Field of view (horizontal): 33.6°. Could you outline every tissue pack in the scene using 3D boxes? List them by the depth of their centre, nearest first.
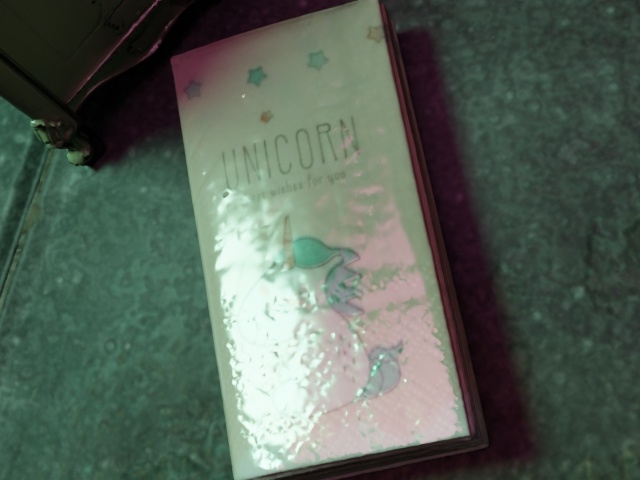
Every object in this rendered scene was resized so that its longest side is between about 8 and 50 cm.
[{"bbox_3d":[0.000,0.000,0.750,0.170,0.071,0.325,-16,70,14],"label":"tissue pack"}]

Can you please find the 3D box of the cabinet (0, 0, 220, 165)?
[{"bbox_3d":[-0.264,-0.255,0.768,0.290,0.318,0.227,38,87,21],"label":"cabinet"}]
